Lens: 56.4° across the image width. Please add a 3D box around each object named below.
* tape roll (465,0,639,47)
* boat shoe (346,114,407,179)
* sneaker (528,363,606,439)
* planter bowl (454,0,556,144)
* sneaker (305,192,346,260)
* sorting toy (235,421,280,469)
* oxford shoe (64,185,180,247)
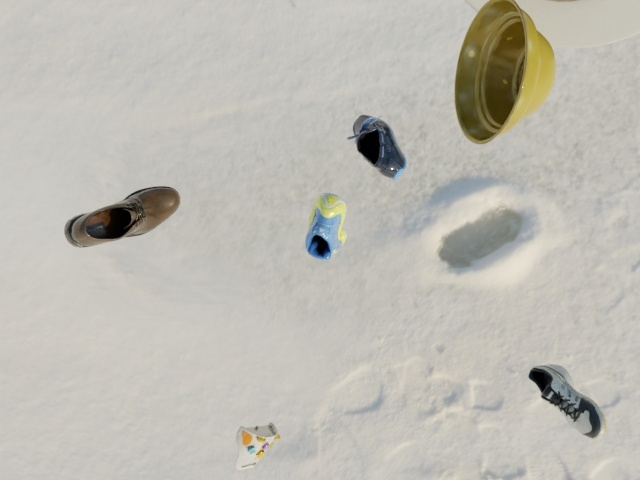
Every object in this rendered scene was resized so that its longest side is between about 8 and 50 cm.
[{"bbox_3d":[0.349,-0.451,0.852,0.392,0.392,0.072,28,69,9],"label":"tape roll"},{"bbox_3d":[0.132,-0.249,1.466,0.089,0.109,0.258,18,23,-31],"label":"boat shoe"},{"bbox_3d":[0.215,0.143,0.531,0.037,0.032,0.083,10,25,-23],"label":"sneaker"},{"bbox_3d":[0.294,-0.254,0.916,0.090,0.217,0.217,2,62,-13],"label":"planter bowl"},{"bbox_3d":[0.000,0.000,1.314,0.091,0.240,0.126,17,63,10],"label":"sneaker"},{"bbox_3d":[-0.111,0.353,1.011,0.045,0.083,0.075,32,98,34],"label":"sorting toy"},{"bbox_3d":[-0.348,-0.043,1.111,0.227,0.096,0.083,-32,108,-38],"label":"oxford shoe"}]
